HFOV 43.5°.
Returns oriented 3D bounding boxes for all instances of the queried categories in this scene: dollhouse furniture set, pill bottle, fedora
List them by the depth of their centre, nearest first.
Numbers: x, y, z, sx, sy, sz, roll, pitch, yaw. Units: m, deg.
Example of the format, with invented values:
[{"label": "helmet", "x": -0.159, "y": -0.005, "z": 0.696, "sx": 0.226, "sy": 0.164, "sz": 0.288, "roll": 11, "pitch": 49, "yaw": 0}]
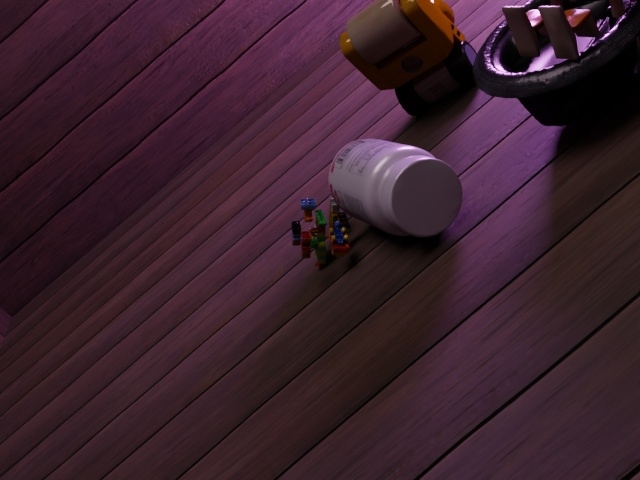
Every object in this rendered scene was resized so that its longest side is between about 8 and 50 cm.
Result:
[{"label": "dollhouse furniture set", "x": 0.434, "y": -0.405, "z": 1.197, "sx": 0.262, "sy": 0.135, "sz": 0.259, "roll": -45, "pitch": 33, "yaw": -14}, {"label": "fedora", "x": 0.428, "y": -0.306, "z": 1.348, "sx": 0.334, "sy": 0.152, "sz": 0.334, "roll": -25, "pitch": 33, "yaw": 18}, {"label": "pill bottle", "x": 0.132, "y": -0.097, "z": 1.459, "sx": 0.160, "sy": 0.160, "sz": 0.283, "roll": -43, "pitch": 21, "yaw": -6}]

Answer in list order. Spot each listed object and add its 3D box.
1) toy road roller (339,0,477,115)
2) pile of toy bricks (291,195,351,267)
[{"label": "toy road roller", "x": 0.208, "y": -0.469, "z": 1.841, "sx": 0.202, "sy": 0.329, "sz": 0.240, "roll": -28, "pitch": 47, "yaw": 32}, {"label": "pile of toy bricks", "x": 0.000, "y": 0.000, "z": 1.592, "sx": 0.118, "sy": 0.105, "sz": 0.212, "roll": -3, "pitch": 27, "yaw": -6}]
